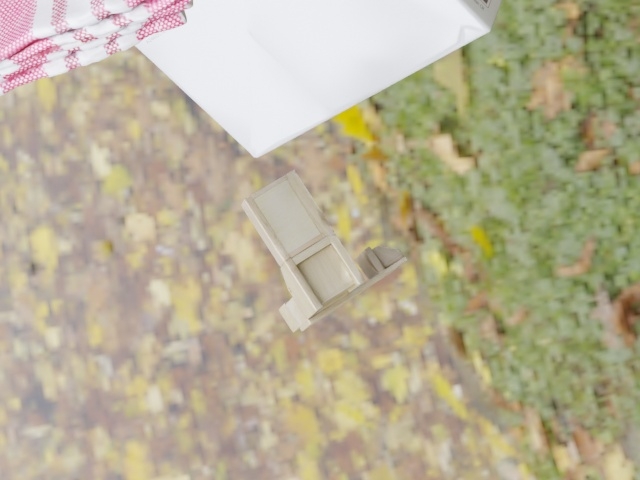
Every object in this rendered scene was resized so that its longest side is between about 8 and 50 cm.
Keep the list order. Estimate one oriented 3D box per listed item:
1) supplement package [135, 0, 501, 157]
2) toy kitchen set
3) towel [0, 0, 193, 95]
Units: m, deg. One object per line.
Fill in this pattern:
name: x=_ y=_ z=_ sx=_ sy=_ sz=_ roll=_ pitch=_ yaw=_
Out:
supplement package: x=-0.041 y=-0.212 z=0.982 sx=0.262 sy=0.145 sz=0.204 roll=43 pitch=137 yaw=-22
toy kitchen set: x=0.000 y=0.000 z=0.965 sx=0.075 sy=0.068 sz=0.083 roll=57 pitch=165 yaw=4
towel: x=-0.149 y=-0.114 z=0.608 sx=0.197 sy=0.029 sz=0.144 roll=-19 pitch=71 yaw=8
